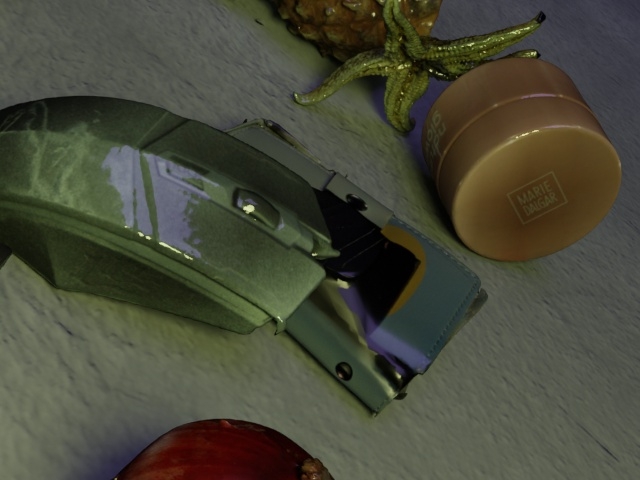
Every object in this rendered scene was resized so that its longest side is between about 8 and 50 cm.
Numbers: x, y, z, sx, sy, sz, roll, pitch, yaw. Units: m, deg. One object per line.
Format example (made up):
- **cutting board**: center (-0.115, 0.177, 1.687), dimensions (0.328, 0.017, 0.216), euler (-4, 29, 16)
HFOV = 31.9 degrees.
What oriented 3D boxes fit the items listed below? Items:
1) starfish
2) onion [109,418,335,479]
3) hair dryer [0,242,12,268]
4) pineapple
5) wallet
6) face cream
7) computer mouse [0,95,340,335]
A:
- **starfish**: center (0.083, -0.156, 0.967), dimensions (0.217, 0.223, 0.050), euler (59, 16, -73)
- **onion**: center (-0.041, 0.140, 0.498), dimensions (0.131, 0.131, 0.131), euler (26, 33, -19)
- **hair dryer**: center (-0.272, 0.001, 0.524), dimensions (0.195, 0.075, 0.219), euler (42, 40, -11)
- **pineapple**: center (-0.017, -0.266, 1.047), dimensions (0.279, 0.158, 0.158), euler (22, 33, -7)
- **wallet**: center (0.000, 0.000, 0.781), dimensions (0.231, 0.069, 0.170), euler (41, 36, 7)
- **face cream**: center (0.170, -0.069, 0.966), dimensions (0.149, 0.149, 0.104), euler (19, 35, -29)
- **computer mouse**: center (-0.092, -0.025, 0.665), dimensions (0.231, 0.071, 0.126), euler (19, 52, -10)
